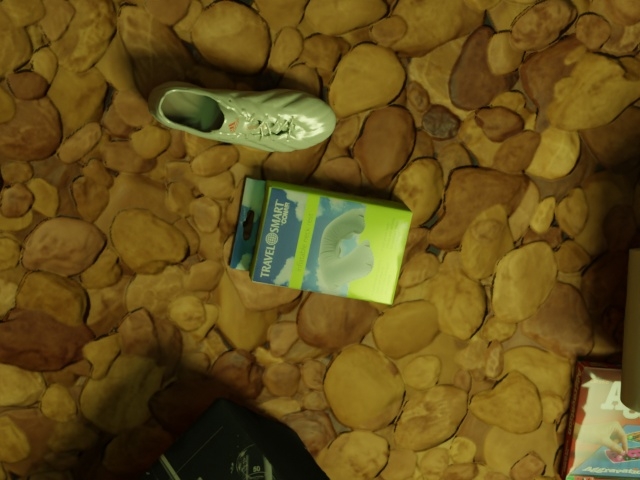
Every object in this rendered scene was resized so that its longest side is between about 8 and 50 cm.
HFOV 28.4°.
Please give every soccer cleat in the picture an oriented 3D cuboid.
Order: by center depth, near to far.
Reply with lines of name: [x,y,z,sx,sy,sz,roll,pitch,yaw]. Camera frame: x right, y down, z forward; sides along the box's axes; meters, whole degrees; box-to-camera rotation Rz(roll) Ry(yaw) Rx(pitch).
soccer cleat: [-0.079,-0.125,1.298,0.196,0.076,0.068,6,103,-9]

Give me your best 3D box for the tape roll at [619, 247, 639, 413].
tape roll: [0.442,0.097,1.319,0.246,0.246,0.169,3,93,-8]

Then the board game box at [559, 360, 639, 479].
board game box: [0.426,0.219,1.472,0.281,0.027,0.145,4,102,-8]

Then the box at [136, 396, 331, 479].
box: [-0.097,0.399,1.286,0.343,0.312,0.179,-46,144,4]

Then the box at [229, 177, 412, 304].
box: [0.000,0.000,1.357,0.178,0.042,0.109,9,102,-10]
